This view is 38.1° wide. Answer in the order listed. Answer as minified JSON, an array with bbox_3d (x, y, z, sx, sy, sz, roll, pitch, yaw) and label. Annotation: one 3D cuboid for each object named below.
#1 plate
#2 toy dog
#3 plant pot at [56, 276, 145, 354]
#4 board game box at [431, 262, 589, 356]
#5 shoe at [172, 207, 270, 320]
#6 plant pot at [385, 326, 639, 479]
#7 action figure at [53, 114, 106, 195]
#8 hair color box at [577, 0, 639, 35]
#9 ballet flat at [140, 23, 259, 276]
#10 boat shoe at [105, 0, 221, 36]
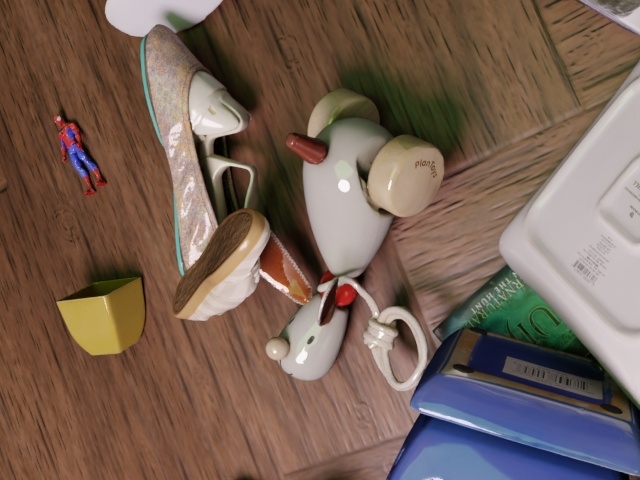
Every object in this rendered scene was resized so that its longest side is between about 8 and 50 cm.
[{"bbox_3d":[0.299,-0.028,0.834,0.278,0.045,0.277,-54,38,17],"label":"plate"},{"bbox_3d":[0.000,0.000,0.988,0.220,0.161,0.334,9,96,50],"label":"toy dog"},{"bbox_3d":[-0.274,0.101,1.191,0.081,0.081,0.083,-8,101,26],"label":"plant pot"},{"bbox_3d":[0.225,0.084,0.975,0.186,0.026,0.126,-46,75,22],"label":"board game box"},{"bbox_3d":[-0.099,0.031,1.016,0.219,0.058,0.076,-42,33,52],"label":"shoe"},{"bbox_3d":[0.184,0.217,0.875,0.236,0.236,0.212,15,102,14],"label":"plant pot"},{"bbox_3d":[-0.324,-0.117,1.224,0.038,0.030,0.115,-35,77,29],"label":"action figure"},{"bbox_3d":[0.313,-0.391,0.816,0.185,0.113,0.374,31,108,0],"label":"hair color box"},{"bbox_3d":[-0.128,-0.103,1.096,0.106,0.107,0.316,-6,102,22],"label":"ballet flat"},{"bbox_3d":[-0.143,-0.351,1.082,0.301,0.108,0.102,-32,48,37],"label":"boat shoe"}]
